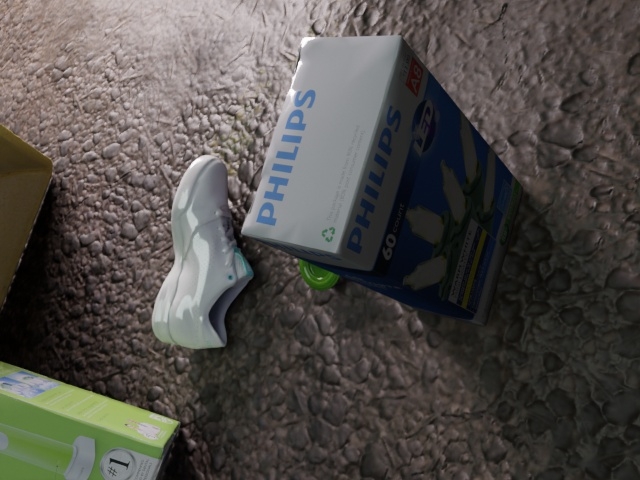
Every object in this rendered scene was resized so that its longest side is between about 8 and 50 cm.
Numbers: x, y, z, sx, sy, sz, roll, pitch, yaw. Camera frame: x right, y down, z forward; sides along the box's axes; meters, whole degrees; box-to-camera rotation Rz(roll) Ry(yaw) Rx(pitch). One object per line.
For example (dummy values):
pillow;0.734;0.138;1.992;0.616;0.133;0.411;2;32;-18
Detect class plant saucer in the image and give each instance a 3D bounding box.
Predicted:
plant saucer;-0.453;0.021;0.764;0.081;0.333;0.333;19;84;-8

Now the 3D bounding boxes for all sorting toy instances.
sorting toy;0.000;0.000;0.643;0.061;0.042;0.102;-45;67;31

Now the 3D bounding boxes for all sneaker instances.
sneaker;-0.114;0.014;0.695;0.094;0.080;0.212;7;86;22

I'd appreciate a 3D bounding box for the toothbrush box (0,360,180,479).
toothbrush box;-0.312;0.243;0.622;0.283;0.122;0.206;19;85;-4

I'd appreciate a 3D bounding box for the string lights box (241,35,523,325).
string lights box;0.065;-0.026;0.470;0.076;0.259;0.133;12;82;35
